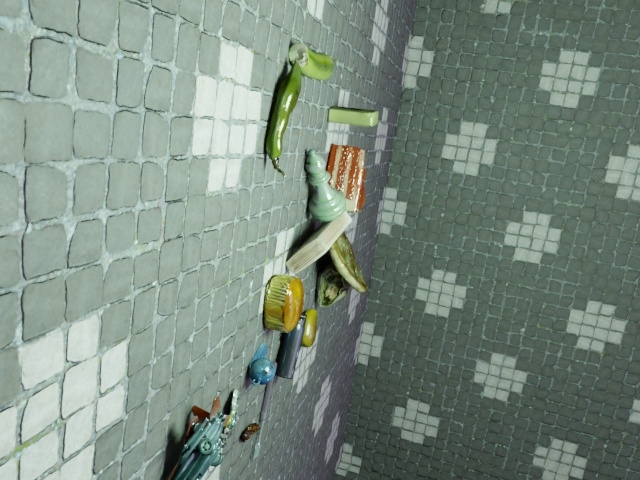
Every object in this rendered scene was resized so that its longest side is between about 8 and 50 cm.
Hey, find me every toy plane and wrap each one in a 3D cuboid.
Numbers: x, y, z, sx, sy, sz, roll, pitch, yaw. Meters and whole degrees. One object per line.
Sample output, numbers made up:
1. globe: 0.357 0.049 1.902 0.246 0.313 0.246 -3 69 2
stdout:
1. toy plane: -0.309 0.541 1.246 0.223 0.104 0.326 84 23 -51

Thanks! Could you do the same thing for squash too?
1. squash: -0.024 -0.529 1.571 0.250 0.083 0.083 -25 125 -68

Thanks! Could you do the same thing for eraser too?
1. eraser: 0.125 -0.467 1.979 0.117 0.172 0.058 -43 141 -65

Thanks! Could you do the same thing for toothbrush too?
1. toothbrush: -0.201 0.603 1.862 0.029 0.024 0.354 9 93 -67

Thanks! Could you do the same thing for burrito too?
1. burrito: 0.083 0.157 2.395 0.332 0.135 0.190 -54 145 -65

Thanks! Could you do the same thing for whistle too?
1. whistle: -0.179 0.402 1.674 0.158 0.090 0.090 -59 156 -51

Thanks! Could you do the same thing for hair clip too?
1. hair clip: -0.269 0.520 1.515 0.172 0.049 0.116 -69 178 -61

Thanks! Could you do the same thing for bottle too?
1. bottle: -0.108 0.381 1.940 0.082 0.072 0.245 -2 -108 67

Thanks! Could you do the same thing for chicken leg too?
1. chicken leg: -0.229 0.640 1.762 0.062 0.037 0.145 -58 166 7

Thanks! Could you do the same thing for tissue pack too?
1. tissue pack: 0.000 0.000 1.914 0.170 0.071 0.325 -35 -173 27

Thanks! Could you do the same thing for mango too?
1. mango: -0.051 0.354 2.141 0.103 0.076 0.161 58 42 -63

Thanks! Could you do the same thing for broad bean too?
1. broad bean: -0.104 -0.340 1.444 0.075 0.067 0.325 16 87 -45

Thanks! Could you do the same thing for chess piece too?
1. chess piece: -0.001 -0.206 1.852 0.272 0.139 0.139 70 32 -42

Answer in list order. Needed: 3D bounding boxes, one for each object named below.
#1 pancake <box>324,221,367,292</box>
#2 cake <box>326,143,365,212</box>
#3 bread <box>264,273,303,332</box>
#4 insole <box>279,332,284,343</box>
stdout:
1. pancake: 0.101 0.053 2.223 0.356 0.065 0.356 -23 90 -79
2. cake: 0.107 -0.243 2.122 0.159 0.158 0.262 -1 101 -79
3. bread: -0.118 0.206 1.718 0.132 0.114 0.191 -45 138 -61
4. insole: -0.135 0.369 1.975 0.135 0.002 0.045 62 43 -67
